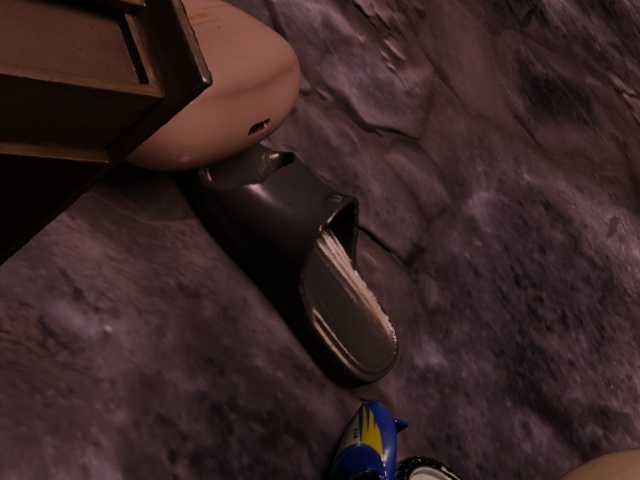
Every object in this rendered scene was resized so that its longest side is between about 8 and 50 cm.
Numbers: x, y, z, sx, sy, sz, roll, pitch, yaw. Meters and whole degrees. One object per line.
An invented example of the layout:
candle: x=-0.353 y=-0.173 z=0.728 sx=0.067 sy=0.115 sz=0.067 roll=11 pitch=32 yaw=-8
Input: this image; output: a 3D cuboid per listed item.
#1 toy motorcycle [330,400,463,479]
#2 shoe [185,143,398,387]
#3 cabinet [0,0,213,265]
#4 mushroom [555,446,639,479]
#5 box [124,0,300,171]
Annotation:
toy motorcycle: x=0.042 y=0.231 z=0.670 sx=0.169 sy=0.113 sz=0.315 roll=37 pitch=29 yaw=-12
shoe: x=0.000 y=0.000 z=0.813 sx=0.241 sy=0.093 sz=0.108 roll=55 pitch=36 yaw=-6
cabinet: x=-0.204 y=-0.094 z=0.525 sx=0.175 sy=0.215 sz=0.148 roll=0 pitch=63 yaw=-51
mushroom: x=0.222 y=0.312 z=0.702 sx=0.336 sy=0.314 sz=0.314 roll=-28 pitch=85 yaw=-31
box: x=-0.102 y=-0.120 z=0.759 sx=0.146 sy=0.088 sz=0.200 roll=32 pitch=32 yaw=16
